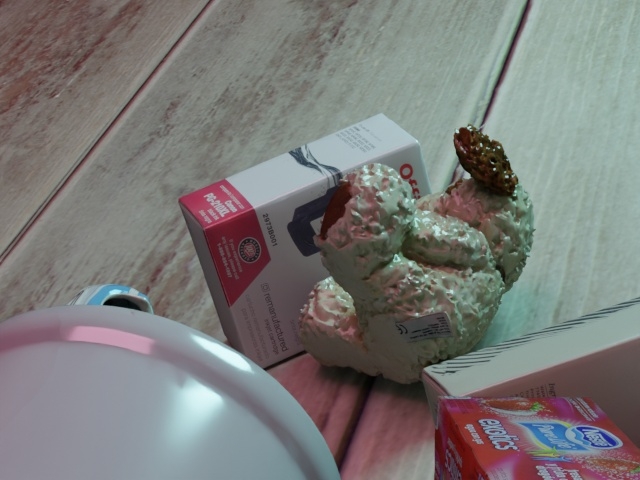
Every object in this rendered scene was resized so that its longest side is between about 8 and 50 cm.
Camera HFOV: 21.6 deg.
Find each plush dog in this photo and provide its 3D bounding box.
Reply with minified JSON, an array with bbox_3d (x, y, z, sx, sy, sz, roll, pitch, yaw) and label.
[{"bbox_3d":[0.121,0.023,1.572,0.210,0.262,0.225,33,58,16],"label":"plush dog"}]

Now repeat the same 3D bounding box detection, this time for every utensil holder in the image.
[{"bbox_3d":[-0.183,0.283,1.098,0.327,0.328,0.385,-7,31,20],"label":"utensil holder"}]

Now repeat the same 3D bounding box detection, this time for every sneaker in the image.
[{"bbox_3d":[-0.258,0.119,1.725,0.086,0.085,0.237,-5,30,34],"label":"sneaker"}]

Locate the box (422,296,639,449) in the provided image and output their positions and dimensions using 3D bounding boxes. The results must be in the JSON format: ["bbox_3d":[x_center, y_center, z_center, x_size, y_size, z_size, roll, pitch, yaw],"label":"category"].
[{"bbox_3d":[0.231,0.122,1.356,0.275,0.113,0.094,-16,14,-10],"label":"box"}]

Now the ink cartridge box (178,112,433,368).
[{"bbox_3d":[0.000,0.000,1.698,0.237,0.172,0.100,-23,27,-12],"label":"ink cartridge box"}]

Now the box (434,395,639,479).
[{"bbox_3d":[0.153,0.195,1.153,0.122,0.128,0.257,2,8,-4],"label":"box"}]
